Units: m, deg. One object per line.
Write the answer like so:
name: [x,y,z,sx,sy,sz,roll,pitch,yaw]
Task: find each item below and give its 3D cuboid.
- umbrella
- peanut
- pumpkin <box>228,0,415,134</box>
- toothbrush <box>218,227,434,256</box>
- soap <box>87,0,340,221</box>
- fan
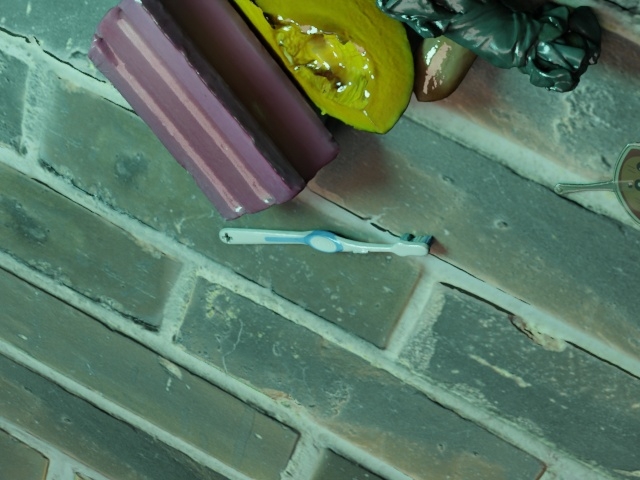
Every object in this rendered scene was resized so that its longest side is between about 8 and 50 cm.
umbrella: [0.185,-0.292,1.436,0.348,0.143,0.094,28,126,5]
peanut: [0.169,-0.251,1.529,0.076,0.076,0.152,32,112,3]
pumpkin: [0.019,-0.273,1.580,0.312,0.148,0.169,49,173,7]
toothbrush: [-0.002,0.003,1.838,0.386,0.040,0.040,1,125,27]
soap: [-0.165,-0.209,1.665,0.359,0.128,0.233,51,150,-15]
fan: [0.427,-0.075,1.571,0.220,0.009,0.132,-2,120,28]
